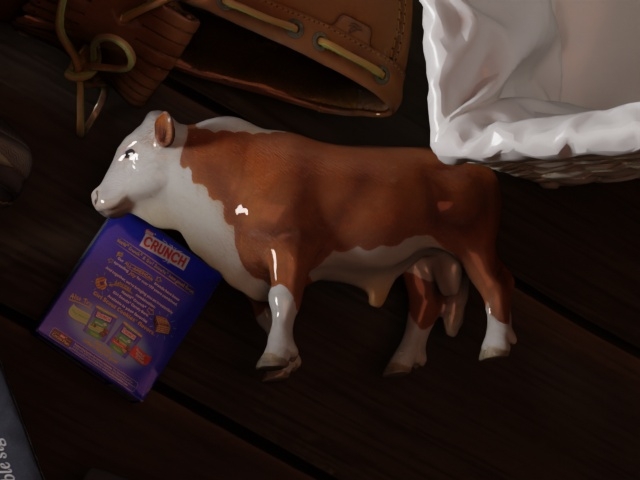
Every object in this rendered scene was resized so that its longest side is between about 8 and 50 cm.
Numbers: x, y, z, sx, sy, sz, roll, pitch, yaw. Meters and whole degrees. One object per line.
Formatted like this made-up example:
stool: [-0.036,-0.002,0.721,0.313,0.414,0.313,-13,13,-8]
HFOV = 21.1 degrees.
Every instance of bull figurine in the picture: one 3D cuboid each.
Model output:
bull figurine: [0.000,0.000,1.194,0.310,0.101,0.188,-1,76,-26]

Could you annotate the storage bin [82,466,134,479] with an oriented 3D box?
storage bin: [-0.133,0.221,1.162,0.091,0.098,0.135,23,77,15]

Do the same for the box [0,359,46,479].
box: [-0.328,0.166,0.993,0.312,0.179,0.343,-18,68,-20]

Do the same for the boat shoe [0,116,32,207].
boat shoe: [-0.368,-0.070,1.112,0.355,0.132,0.130,15,106,-18]

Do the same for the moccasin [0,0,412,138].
moccasin: [-0.119,-0.150,1.185,0.380,0.139,0.147,9,73,-25]

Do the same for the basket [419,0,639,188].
basket: [0.251,-0.213,1.171,0.328,0.266,0.331,-5,85,19]

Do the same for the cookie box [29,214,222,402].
cookie box: [-0.134,0.045,1.199,0.092,0.040,0.107,36,76,-12]
